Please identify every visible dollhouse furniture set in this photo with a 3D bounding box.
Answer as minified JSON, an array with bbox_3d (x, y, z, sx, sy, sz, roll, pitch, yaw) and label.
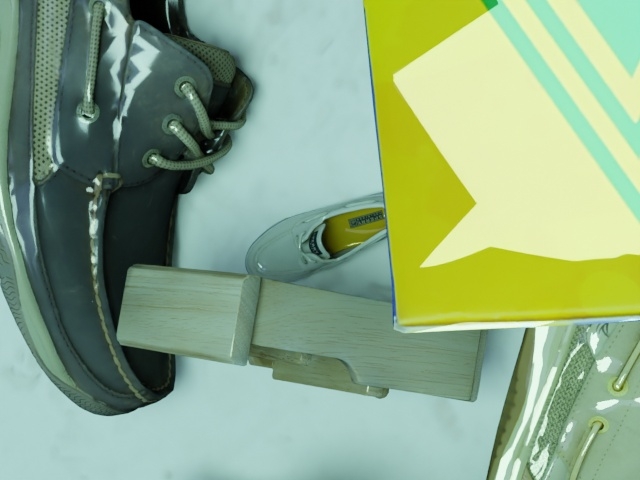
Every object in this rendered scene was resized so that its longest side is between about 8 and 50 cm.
[{"bbox_3d":[-0.023,0.145,0.827,0.212,0.161,0.242,3,82,53],"label":"dollhouse furniture set"}]

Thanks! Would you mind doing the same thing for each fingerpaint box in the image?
[{"bbox_3d":[0.131,-0.185,0.639,0.163,0.445,0.371,-5,97,17],"label":"fingerpaint box"}]

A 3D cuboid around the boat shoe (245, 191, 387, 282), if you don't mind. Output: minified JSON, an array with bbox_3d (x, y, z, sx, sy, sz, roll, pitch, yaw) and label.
[{"bbox_3d":[0.000,0.000,0.914,0.100,0.035,0.035,-18,93,17],"label":"boat shoe"}]

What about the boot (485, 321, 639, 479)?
[{"bbox_3d":[0.194,0.126,0.849,0.203,0.095,0.262,14,97,13],"label":"boot"}]

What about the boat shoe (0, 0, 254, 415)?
[{"bbox_3d":[-0.111,-0.080,0.884,0.130,0.132,0.355,-7,96,15],"label":"boat shoe"}]
